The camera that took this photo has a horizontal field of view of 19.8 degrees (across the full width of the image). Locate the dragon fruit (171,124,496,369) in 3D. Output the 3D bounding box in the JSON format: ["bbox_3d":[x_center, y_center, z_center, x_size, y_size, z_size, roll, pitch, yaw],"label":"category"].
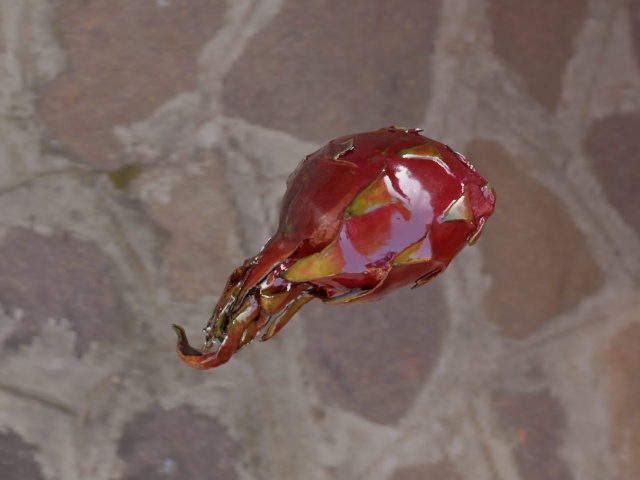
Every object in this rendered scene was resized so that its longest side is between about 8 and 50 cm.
[{"bbox_3d":[0.000,0.000,0.977,0.190,0.094,0.094,-27,110,-4],"label":"dragon fruit"}]
